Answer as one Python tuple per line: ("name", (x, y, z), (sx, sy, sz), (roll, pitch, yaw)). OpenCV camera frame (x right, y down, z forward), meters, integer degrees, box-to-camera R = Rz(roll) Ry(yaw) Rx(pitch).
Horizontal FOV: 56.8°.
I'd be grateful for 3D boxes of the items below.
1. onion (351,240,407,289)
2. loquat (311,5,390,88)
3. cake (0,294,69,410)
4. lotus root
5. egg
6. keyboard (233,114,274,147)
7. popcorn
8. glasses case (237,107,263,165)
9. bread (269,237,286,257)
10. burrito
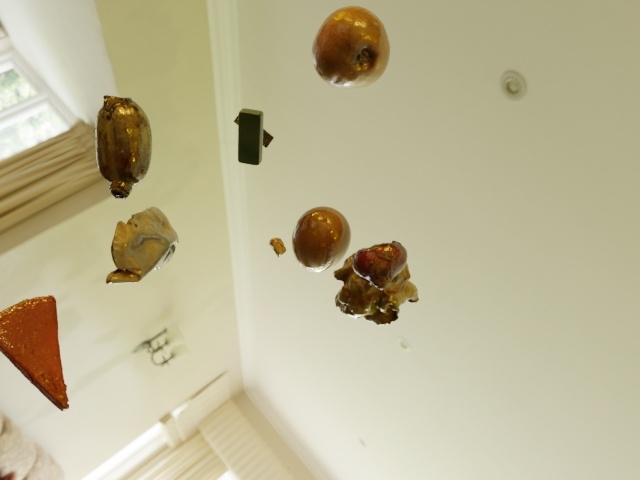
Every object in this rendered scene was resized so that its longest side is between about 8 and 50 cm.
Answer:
("onion", (0.192, 0.084, 1.882), (0.184, 0.184, 0.146), (133, -49, -64))
("loquat", (0.104, -0.647, 2.011), (0.275, 0.275, 0.274), (41, -29, 28))
("cake", (-0.632, 0.252, 1.377), (0.262, 0.159, 0.158), (49, -31, -8))
("lotus root", (-0.599, -0.278, 1.787), (0.173, 0.173, 0.309), (11, -78, 56))
("egg", (0.000, 0.000, 2.548), (0.250, 0.250, 0.322), (44, -39, 22))
("keyboard", (-0.285, -0.475, 2.548), (0.195, 0.060, 0.018), (35, 4, -35))
("popcorn", (0.180, 0.143, 2.147), (0.322, 0.325, 0.290), (-3, -43, 18))
("glasses case", (-0.232, -0.342, 1.966), (0.078, 0.039, 0.184), (11, -58, 8))
("bread", (-0.161, 0.020, 2.221), (0.072, 0.053, 0.106), (56, -8, -5))
("burrito", (-0.513, 0.020, 1.728), (0.135, 0.190, 0.332), (20, 11, -4))
